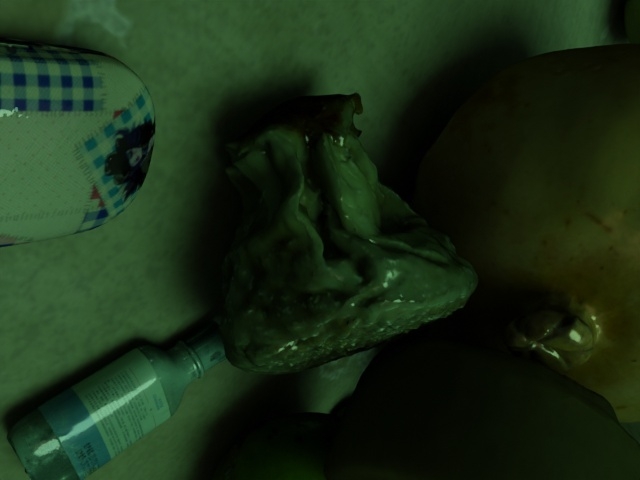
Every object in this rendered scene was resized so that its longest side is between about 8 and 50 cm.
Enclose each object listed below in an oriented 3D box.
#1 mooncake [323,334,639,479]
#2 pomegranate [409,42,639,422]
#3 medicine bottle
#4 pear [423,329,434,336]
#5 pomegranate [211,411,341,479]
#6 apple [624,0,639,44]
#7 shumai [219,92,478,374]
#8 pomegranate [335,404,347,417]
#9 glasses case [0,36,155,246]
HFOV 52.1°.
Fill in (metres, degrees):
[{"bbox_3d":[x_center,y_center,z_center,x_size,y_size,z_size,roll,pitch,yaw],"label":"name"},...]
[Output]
[{"bbox_3d":[0.155,0.213,0.616,0.156,0.284,0.284,-61,149,-27],"label":"mooncake"},{"bbox_3d":[0.276,0.006,0.699,0.411,0.411,0.412,-27,136,-29],"label":"pomegranate"},{"bbox_3d":[-0.176,0.146,0.608,0.208,0.053,0.090,-32,138,-30],"label":"medicine bottle"},{"bbox_3d":[0.227,0.239,0.933,0.280,0.280,0.281,-27,136,-29],"label":"pear"},{"bbox_3d":[-0.013,0.345,0.746,0.235,0.302,0.236,-11,139,-9],"label":"pomegranate"},{"bbox_3d":[0.533,-0.319,0.833,0.262,0.262,0.262,-27,136,-29],"label":"apple"},{"bbox_3d":[0.000,0.000,0.601,0.225,0.222,0.261,-10,158,-30],"label":"shumai"},{"bbox_3d":[0.056,0.268,0.942,0.073,0.073,0.084,-49,160,-4],"label":"pomegranate"},{"bbox_3d":[-0.243,-0.052,0.357,0.327,0.076,0.125,-9,124,-43],"label":"glasses case"}]
